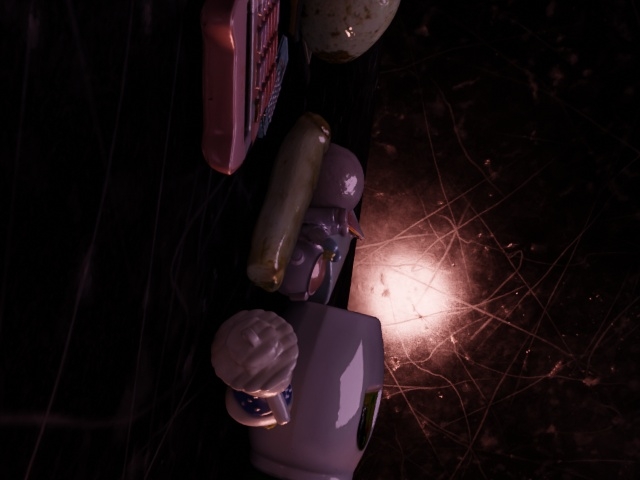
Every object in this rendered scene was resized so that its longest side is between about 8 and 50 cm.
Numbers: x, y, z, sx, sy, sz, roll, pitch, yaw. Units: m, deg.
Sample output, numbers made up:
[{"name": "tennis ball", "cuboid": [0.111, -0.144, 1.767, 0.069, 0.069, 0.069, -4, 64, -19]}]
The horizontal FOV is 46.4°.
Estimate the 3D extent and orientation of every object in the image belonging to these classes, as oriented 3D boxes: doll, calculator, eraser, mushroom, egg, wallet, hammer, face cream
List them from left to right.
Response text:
[{"name": "calculator", "cuboid": [-0.085, -0.219, 0.865, 0.329, 0.048, 0.220, -74, 169, -60]}, {"name": "doll", "cuboid": [-0.088, 0.189, 1.062, 0.138, 0.119, 0.293, 54, -17, 27]}, {"name": "calculator", "cuboid": [-0.069, -0.228, 1.089, 0.057, 0.018, 0.172, 92, 8, -53]}, {"name": "mushroom", "cuboid": [-0.052, -0.073, 1.191, 0.100, 0.081, 0.312, 81, 23, -59]}, {"name": "hammer", "cuboid": [-0.028, -0.367, 1.062, 0.201, 0.078, 0.021, 100, 6, -52]}, {"name": "doll", "cuboid": [-0.016, -0.030, 1.320, 0.151, 0.151, 0.287, 80, 26, -70]}, {"name": "face cream", "cuboid": [-0.011, 0.294, 1.351, 0.312, 0.220, 0.356, 27, 76, -71]}, {"name": "eraser", "cuboid": [0.000, 0.000, 1.565, 0.290, 0.104, 0.189, -62, 152, -69]}, {"name": "wallet", "cuboid": [0.033, -0.096, 1.549, 0.103, 0.020, 0.196, 30, 34, -58]}, {"name": "egg", "cuboid": [0.039, -0.380, 1.161, 0.169, 0.169, 0.231, -74, 179, -47]}]

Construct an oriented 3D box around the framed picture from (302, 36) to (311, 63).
[{"name": "framed picture", "cuboid": [-0.021, -0.368, 1.347, 0.089, 0.007, 0.066, 76, 24, -72]}]
